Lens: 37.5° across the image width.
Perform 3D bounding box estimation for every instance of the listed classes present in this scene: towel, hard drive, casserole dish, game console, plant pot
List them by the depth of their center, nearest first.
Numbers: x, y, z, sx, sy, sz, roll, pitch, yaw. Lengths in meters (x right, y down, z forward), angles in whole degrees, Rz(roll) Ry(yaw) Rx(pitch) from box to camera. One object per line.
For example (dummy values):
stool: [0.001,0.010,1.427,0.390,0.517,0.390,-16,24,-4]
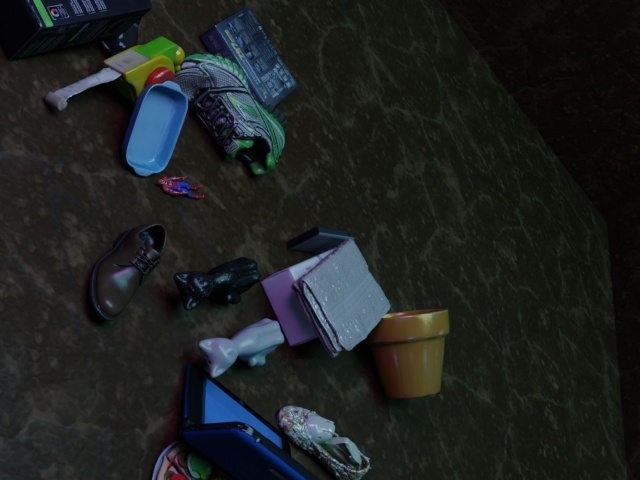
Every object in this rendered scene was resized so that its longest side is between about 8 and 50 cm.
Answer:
game console: [-0.095,0.345,1.657,0.293,0.250,0.173,44,51,-29]
casserole dish: [-0.322,-0.218,1.807,0.114,0.037,0.188,13,99,-54]
towel: [0.051,0.117,2.006,0.187,0.049,0.282,61,32,-7]
hard drive: [0.000,0.000,2.143,0.135,0.094,0.022,9,60,-53]
plant pot: [0.203,0.262,2.177,0.205,0.205,0.188,-3,86,-56]

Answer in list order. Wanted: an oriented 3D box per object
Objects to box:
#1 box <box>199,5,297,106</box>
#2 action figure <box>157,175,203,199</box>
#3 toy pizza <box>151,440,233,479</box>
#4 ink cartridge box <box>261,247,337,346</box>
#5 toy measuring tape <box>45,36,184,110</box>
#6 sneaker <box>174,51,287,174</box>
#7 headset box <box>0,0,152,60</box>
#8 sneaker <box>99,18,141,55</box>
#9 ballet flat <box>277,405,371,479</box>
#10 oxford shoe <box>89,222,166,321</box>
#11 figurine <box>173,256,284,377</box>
box: [-0.166,-0.424,2.236,0.233,0.059,0.183,56,32,-13]
action figure: [-0.280,-0.107,1.878,0.115,0.030,0.038,11,64,-50]
toy pizza: [-0.205,0.434,1.598,0.201,0.032,0.201,34,42,-38]
ink cartridge box: [-0.010,0.119,2.047,0.218,0.092,0.158,-22,87,-56]
toy measuring tape: [-0.383,-0.291,1.810,0.330,0.121,0.121,-38,101,-39]
sneaker: [-0.193,-0.271,2.020,0.343,0.134,0.146,37,41,-37]
headset box: [-0.492,-0.480,1.702,0.283,0.131,0.246,-27,91,-47]
sneaker: [-0.397,-0.505,1.898,0.107,0.124,0.283,17,55,-49]
ballet flat: [0.015,0.402,1.898,0.241,0.077,0.091,44,38,-28]
oxford shoe: [-0.331,0.044,1.634,0.083,0.096,0.227,48,37,-27]
figurine: [-0.179,0.145,1.769,0.209,0.092,0.215,-9,76,-62]
